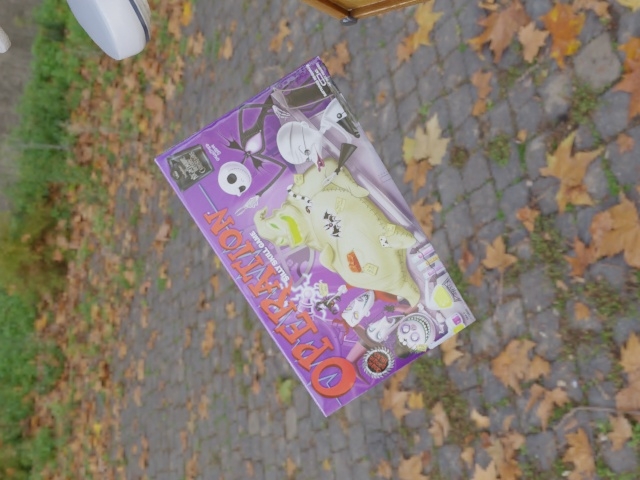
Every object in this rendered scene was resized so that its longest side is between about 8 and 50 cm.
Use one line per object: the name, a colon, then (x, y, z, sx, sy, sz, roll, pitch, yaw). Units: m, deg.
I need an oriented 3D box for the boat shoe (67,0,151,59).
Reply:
boat shoe: (-0.231, -0.348, 0.864, 0.367, 0.156, 0.136, 55, 163, 32)

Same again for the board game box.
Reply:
board game box: (0.000, 0.000, 0.872, 0.346, 0.208, 0.056, 57, -178, -13)

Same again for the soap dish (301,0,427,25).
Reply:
soap dish: (0.047, -0.353, 0.917, 0.229, 0.291, 0.118, -6, 87, 30)

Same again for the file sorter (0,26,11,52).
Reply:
file sorter: (-0.214, -0.225, 0.414, 0.277, 0.193, 0.173, -54, -18, -13)
